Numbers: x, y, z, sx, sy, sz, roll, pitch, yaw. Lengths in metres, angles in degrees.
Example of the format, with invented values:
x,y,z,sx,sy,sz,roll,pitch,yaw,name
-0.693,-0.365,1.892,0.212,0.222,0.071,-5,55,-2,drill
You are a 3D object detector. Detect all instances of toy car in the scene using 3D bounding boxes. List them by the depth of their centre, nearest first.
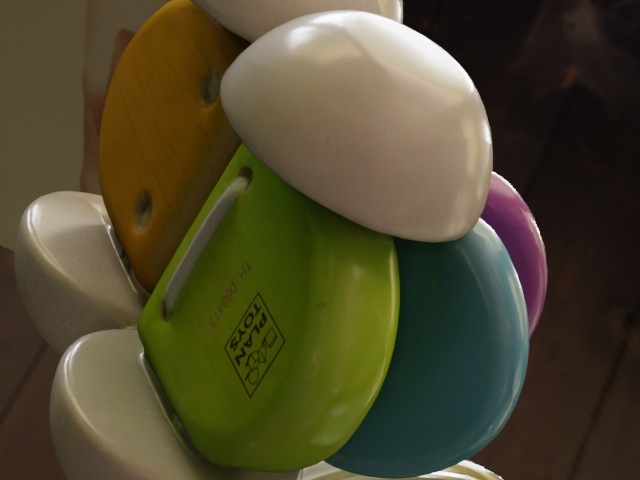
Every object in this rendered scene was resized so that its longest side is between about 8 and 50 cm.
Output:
x,y,z,sx,sy,sz,roll,pitch,yaw,name
0.000,0.000,0.551,0.136,0.159,0.182,19,-154,-28,toy car

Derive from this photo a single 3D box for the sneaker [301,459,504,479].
x,y,z,sx,sy,sz,roll,pitch,yaw,name
-0.069,0.241,0.970,0.158,0.410,0.182,62,-160,-5,sneaker

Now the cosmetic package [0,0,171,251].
x,y,z,sx,sy,sz,roll,pitch,yaw,name
-0.083,-0.112,0.884,0.129,0.296,0.153,27,-121,5,cosmetic package
